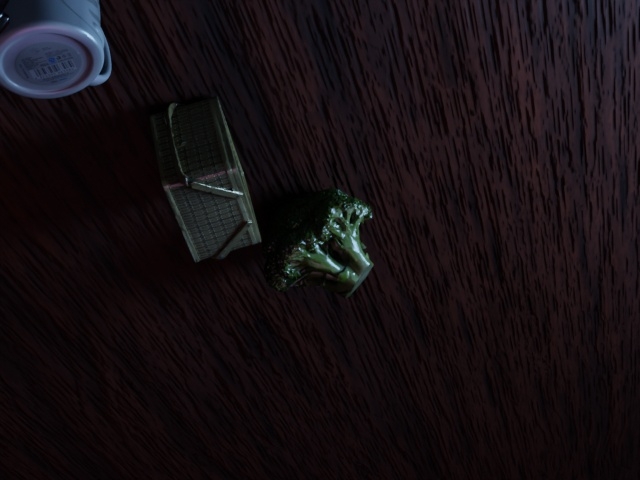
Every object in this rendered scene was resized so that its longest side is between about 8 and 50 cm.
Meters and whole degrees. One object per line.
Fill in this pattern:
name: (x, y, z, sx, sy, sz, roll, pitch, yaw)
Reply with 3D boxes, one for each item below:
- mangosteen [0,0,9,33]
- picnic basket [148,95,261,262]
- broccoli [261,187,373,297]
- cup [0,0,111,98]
mangosteen: (-0.374, -0.236, 0.790, 0.347, 0.307, 0.307, 41, 121, -17)
picnic basket: (-0.125, -0.066, 1.270, 0.080, 0.115, 0.164, -15, 146, -1)
broccoli: (0.000, 0.000, 1.411, 0.162, 0.138, 0.146, -57, 169, 29)
cup: (-0.228, -0.199, 1.018, 0.136, 0.133, 0.099, 11, 140, -35)
